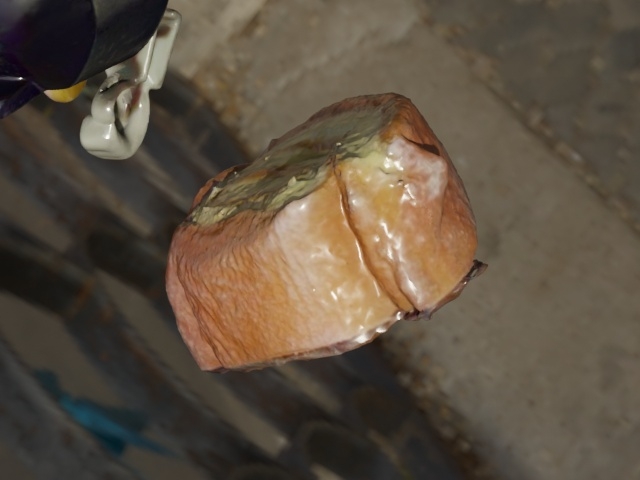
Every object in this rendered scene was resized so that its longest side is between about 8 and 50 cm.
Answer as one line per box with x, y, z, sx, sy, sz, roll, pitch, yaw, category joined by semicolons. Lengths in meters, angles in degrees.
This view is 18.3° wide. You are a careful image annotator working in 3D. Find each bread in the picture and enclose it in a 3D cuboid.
0.008;-0.008;1.354;0.190;0.123;0.244;-45;19;-31;bread

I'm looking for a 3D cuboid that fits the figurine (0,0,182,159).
-0.142;-0.192;1.185;0.143;0.308;0.308;-13;55;33;figurine
